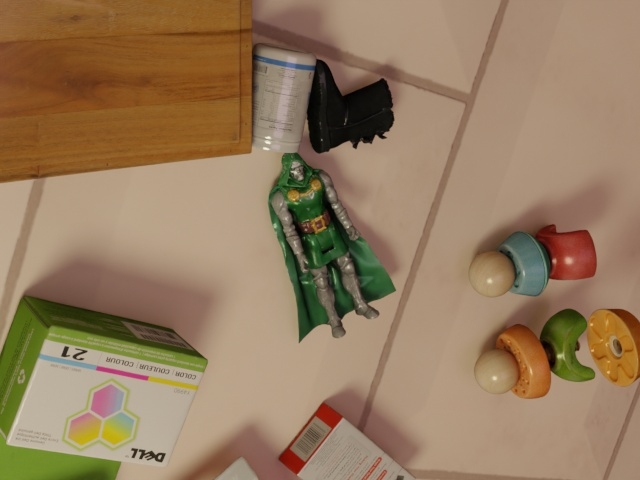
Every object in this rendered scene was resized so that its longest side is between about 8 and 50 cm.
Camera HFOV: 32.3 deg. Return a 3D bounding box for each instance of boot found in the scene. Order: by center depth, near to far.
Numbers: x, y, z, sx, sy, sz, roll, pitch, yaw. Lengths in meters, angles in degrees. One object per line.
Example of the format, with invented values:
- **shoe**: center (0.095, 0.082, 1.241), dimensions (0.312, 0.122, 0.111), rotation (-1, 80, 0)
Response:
- **boot**: center (0.033, -0.159, 1.244), dimensions (0.099, 0.045, 0.121), rotation (-20, 124, -22)

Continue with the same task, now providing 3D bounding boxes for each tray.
- **tray**: center (-0.261, -0.164, 1.044), dimensions (0.411, 0.076, 0.202), rotation (-9, 111, -28)

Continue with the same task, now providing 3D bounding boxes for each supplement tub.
- **supplement tub**: center (-0.047, -0.153, 1.181), dimensions (0.071, 0.071, 0.107), rotation (2, 107, -32)

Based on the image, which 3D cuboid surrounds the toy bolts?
- **toy bolts**: center (0.285, 0.100, 1.414), dimensions (0.159, 0.218, 0.228), rotation (-15, 96, -20)

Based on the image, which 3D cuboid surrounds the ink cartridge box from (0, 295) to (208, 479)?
- **ink cartridge box**: center (-0.257, 0.207, 1.164), dimensions (0.189, 0.097, 0.255), rotation (17, 97, -35)

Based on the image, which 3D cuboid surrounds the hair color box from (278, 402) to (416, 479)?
- **hair color box**: center (0.036, 0.290, 1.402), dimensions (0.093, 0.053, 0.167), rotation (-51, 124, -8)

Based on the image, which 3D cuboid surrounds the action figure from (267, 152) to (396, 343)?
- **action figure**: center (0.000, 0.000, 1.275), dimensions (0.137, 0.063, 0.232), rotation (-30, 117, -16)

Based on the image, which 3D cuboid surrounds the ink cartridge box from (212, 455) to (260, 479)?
- **ink cartridge box**: center (-0.136, 0.481, 1.332), dimensions (0.308, 0.091, 0.385), rotation (-39, 118, -22)
